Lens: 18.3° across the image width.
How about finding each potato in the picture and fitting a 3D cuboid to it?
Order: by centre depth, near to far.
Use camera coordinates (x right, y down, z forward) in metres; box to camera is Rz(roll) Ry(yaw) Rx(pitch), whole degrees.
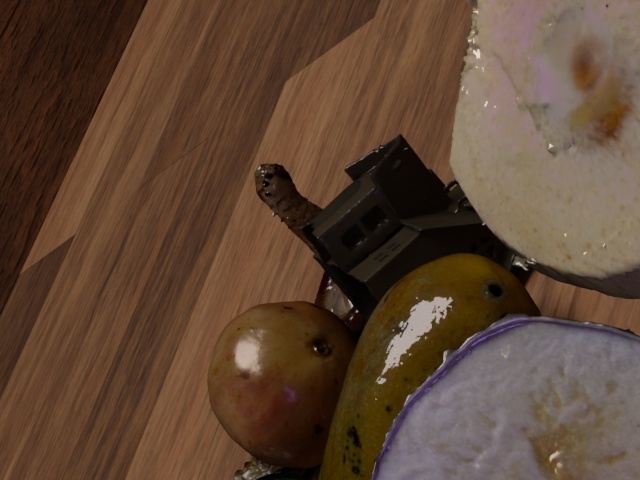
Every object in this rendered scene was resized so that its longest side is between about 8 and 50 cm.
[{"bbox_3d":[0.189,0.197,1.641,0.299,0.246,0.196,-28,-16,6],"label":"potato"}]

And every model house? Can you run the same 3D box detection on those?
[{"bbox_3d":[0.127,-0.022,2.157,0.243,0.204,0.211,-41,19,-7],"label":"model house"}]

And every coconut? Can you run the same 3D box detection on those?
[{"bbox_3d":[0.329,-0.137,1.618,0.404,0.404,0.404,-47,22,25],"label":"coconut"}]

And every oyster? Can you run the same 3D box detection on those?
[{"bbox_3d":[-0.055,0.268,2.312,0.105,0.056,0.177,-29,28,39],"label":"oyster"}]

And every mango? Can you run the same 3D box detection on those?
[{"bbox_3d":[0.090,0.161,1.977,0.329,0.175,0.176,-54,-24,9],"label":"mango"}]

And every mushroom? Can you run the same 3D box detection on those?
[{"bbox_3d":[0.000,0.000,2.343,0.148,0.217,0.227,-36,28,43],"label":"mushroom"}]

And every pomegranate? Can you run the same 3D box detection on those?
[{"bbox_3d":[-0.037,0.163,2.232,0.191,0.191,0.191,-47,22,25],"label":"pomegranate"}]

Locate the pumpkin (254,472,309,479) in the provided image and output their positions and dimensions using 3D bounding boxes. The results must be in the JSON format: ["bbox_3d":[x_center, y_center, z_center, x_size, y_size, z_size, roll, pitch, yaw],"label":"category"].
[{"bbox_3d":[-0.052,0.325,2.090,0.167,0.125,0.167,-179,90,-82],"label":"pumpkin"}]
